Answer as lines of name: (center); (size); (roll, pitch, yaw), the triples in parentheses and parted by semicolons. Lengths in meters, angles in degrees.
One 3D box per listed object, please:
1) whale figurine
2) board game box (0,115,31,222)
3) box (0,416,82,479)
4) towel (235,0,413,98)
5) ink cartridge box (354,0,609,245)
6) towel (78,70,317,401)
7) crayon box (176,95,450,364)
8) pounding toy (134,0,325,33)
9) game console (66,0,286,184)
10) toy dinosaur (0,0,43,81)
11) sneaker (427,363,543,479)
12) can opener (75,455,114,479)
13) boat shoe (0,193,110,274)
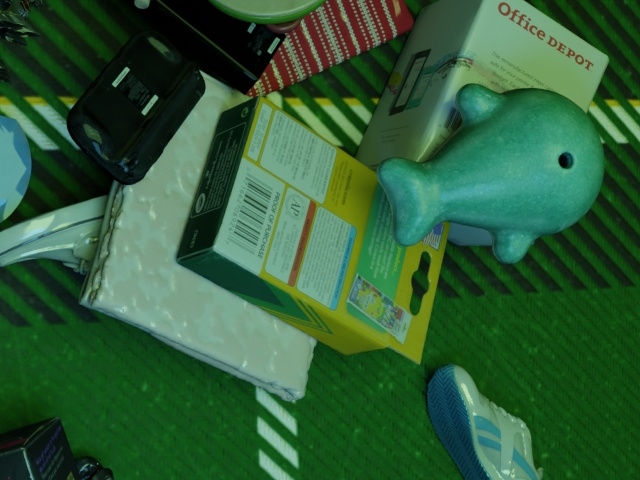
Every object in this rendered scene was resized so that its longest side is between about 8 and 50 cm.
whale figurine: (0.204, -0.076, 1.492); (0.272, 0.141, 0.216); (-16, 97, -21)
board game box: (-0.419, -0.086, 1.493); (0.168, 0.033, 0.133); (12, 89, -18)
box: (-0.333, 0.355, 1.423); (0.165, 0.143, 0.270); (-18, 94, 6)
towel: (-0.023, -0.315, 1.673); (0.274, 0.031, 0.199); (-27, 99, -22)
ink cartridge box: (0.199, -0.155, 1.676); (0.198, 0.197, 0.270); (29, 78, -20)
towel: (-0.111, -0.014, 1.547); (0.317, 0.053, 0.332); (28, 63, -33)
crayon box: (0.000, 0.000, 1.550); (0.323, 0.083, 0.203); (31, 60, -31)
pounding toy: (-0.090, -0.315, 1.527); (0.236, 0.110, 0.183); (4, 68, -1)
game console: (-0.181, -0.210, 1.473); (0.213, 0.044, 0.361); (38, 46, -10)
toy dinosaur: (-0.395, -0.305, 1.471); (0.321, 0.164, 0.218); (-4, 76, -6)
sneaker: (0.220, 0.254, 1.744); (0.092, 0.087, 0.229); (-37, 110, -27)
can opener: (-0.306, 0.336, 1.520); (0.059, 0.073, 0.186); (34, 89, -12)
boat shoe: (-0.264, -0.002, 1.529); (0.267, 0.096, 0.088); (-17, 91, -32)
